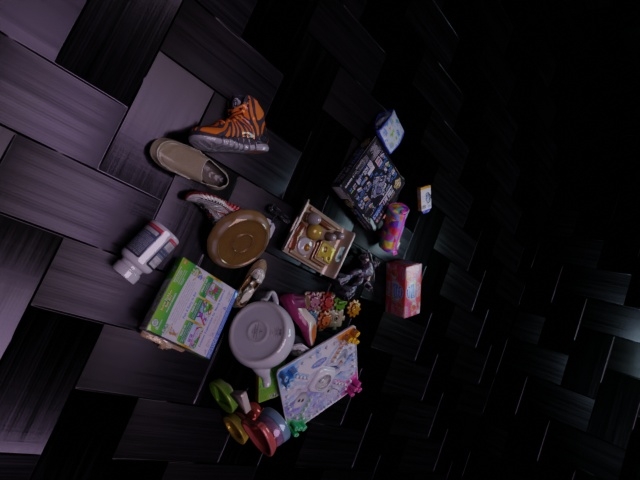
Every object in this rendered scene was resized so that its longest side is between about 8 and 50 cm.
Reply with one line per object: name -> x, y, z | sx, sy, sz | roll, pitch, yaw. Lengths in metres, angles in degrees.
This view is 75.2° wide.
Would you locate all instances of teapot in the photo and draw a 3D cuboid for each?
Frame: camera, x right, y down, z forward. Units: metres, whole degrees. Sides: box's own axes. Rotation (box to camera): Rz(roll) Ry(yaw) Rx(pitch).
teapot -> -0.197, 0.343, 1.499 | 0.256, 0.252, 0.187 | -43, 154, -8

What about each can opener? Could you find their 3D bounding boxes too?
can opener -> -0.039, 0.474, 1.727 | 0.280, 0.074, 0.093 | 48, 30, -40

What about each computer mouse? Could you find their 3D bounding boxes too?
computer mouse -> -0.196, -0.040, 1.529 | 0.193, 0.042, 0.106 | -54, 128, -18

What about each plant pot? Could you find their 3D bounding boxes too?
plant pot -> -0.271, 0.004, 1.425 | 0.236, 0.032, 0.237 | -21, 133, -25

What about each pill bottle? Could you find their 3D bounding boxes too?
pill bottle -> -0.521, 0.036, 1.233 | 0.180, 0.107, 0.108 | -51, 125, -20

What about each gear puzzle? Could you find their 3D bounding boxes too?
gear puzzle -> 0.059, 0.309, 1.804 | 0.338, 0.044, 0.176 | 7, 94, -40

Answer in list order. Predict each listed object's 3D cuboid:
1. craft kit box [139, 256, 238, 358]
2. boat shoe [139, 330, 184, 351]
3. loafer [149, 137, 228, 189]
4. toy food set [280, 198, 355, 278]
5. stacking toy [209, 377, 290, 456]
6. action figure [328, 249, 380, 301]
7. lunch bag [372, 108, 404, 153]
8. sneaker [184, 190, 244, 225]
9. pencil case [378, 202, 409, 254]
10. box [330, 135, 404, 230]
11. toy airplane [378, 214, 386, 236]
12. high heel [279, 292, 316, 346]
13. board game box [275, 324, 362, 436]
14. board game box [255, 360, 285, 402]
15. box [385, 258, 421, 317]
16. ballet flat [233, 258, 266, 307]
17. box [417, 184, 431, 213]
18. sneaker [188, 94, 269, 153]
craft kit box -> -0.415, 0.222, 1.351 | 0.246, 0.060, 0.250 | 44, 55, -39
boat shoe -> -0.504, 0.318, 1.336 | 0.059, 0.063, 0.170 | -48, 125, -8
loafer -> -0.393, -0.238, 1.297 | 0.268, 0.092, 0.102 | 23, 83, -40
toy food set -> 0.000, 0.000, 1.666 | 0.306, 0.092, 0.220 | 33, 77, -38
stacking toy -> -0.242, 0.588, 1.467 | 0.130, 0.308, 0.280 | -32, 107, -39
action figure -> 0.173, 0.156, 1.839 | 0.284, 0.099, 0.186 | -30, 109, -36
lunch bag -> 0.290, -0.468, 1.804 | 0.129, 0.096, 0.151 | 51, 44, -33
sneaker -> -0.343, -0.096, 1.369 | 0.225, 0.088, 0.093 | 27, 85, -38
pencil case -> 0.331, -0.054, 1.875 | 0.104, 0.104, 0.237 | -26, 137, -33
box -> 0.217, -0.246, 1.813 | 0.293, 0.073, 0.296 | 48, 68, -36
toy airplane -> 0.322, -0.084, 1.959 | 0.151, 0.028, 0.151 | -9, 105, -37
high heel -> -0.089, 0.318, 1.656 | 0.082, 0.117, 0.244 | -60, 144, -54
board game box -> 0.014, 0.592, 1.738 | 0.389, 0.050, 0.390 | -25, 127, -28
board game box -> -0.195, 0.495, 1.635 | 0.124, 0.039, 0.260 | -4, 103, -39
box -> 0.401, 0.230, 2.018 | 0.122, 0.128, 0.257 | -9, 104, -38
ballet flat -> -0.248, 0.160, 1.507 | 0.073, 0.067, 0.206 | 43, 70, -33
box -> 0.526, -0.208, 2.106 | 0.081, 0.028, 0.136 | -18, 112, -36
sneaker -> -0.295, -0.378, 1.331 | 0.321, 0.124, 0.180 | -13, 100, -59
